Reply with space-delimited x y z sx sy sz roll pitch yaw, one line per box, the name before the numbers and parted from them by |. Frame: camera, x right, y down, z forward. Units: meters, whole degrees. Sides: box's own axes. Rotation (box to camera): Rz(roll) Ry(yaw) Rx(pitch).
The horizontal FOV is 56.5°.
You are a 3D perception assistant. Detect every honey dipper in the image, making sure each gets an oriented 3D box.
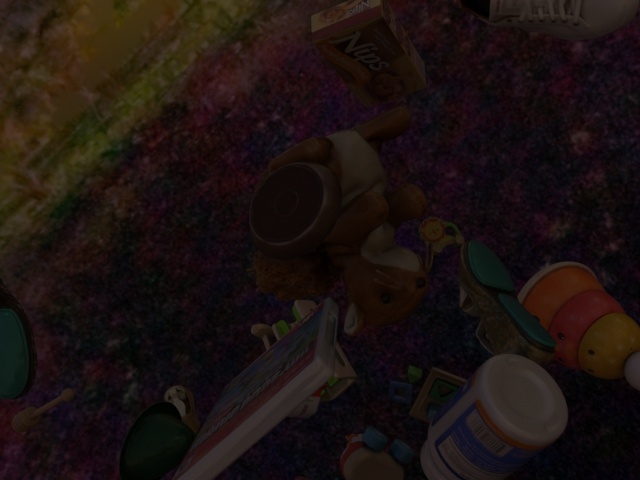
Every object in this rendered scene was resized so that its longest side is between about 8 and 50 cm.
honey dipper | -0.397 0.241 0.859 0.160 0.030 0.030 -33 28 34

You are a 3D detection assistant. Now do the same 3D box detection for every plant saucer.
plant saucer | -0.047 -0.053 0.915 0.168 0.029 0.169 -14 61 26

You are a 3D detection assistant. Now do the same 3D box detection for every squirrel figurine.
squirrel figurine | 0.039 -0.005 1.169 0.397 0.371 0.281 -21 5 44

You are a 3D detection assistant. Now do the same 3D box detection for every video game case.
video game case | -0.062 0.166 0.692 0.204 0.025 0.285 -42 2 6

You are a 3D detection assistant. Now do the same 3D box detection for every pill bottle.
pill bottle | 0.273 0.321 0.998 0.152 0.152 0.272 -74 5 -45

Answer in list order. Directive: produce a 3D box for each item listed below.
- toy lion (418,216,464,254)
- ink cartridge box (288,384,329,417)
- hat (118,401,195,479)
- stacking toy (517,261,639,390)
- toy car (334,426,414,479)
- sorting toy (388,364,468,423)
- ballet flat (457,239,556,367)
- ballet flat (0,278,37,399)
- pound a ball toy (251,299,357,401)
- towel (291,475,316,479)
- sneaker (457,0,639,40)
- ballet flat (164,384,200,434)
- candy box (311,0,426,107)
toy lion | 0.306 -0.018 1.533 0.100 0.096 0.034 -20 -10 -8
ink cartridge box | -0.071 0.308 1.154 0.179 0.145 0.045 122 153 -64
hat | -0.269 0.424 1.198 0.183 0.173 0.209 8 65 28
stacking toy | 0.849 0.296 1.806 0.350 0.350 0.480 -45 28 -1
toy car | 0.128 0.664 1.845 0.219 0.210 0.238 -59 23 1
sorting toy | 0.349 0.442 1.578 0.047 0.347 0.196 -64 -6 -59
ballet flat | 0.337 0.131 1.178 0.123 0.123 0.349 -38 33 14
ballet flat | -0.830 0.155 1.493 0.163 0.483 0.182 -21 16 -5
pound a ball toy | -0.047 0.328 1.766 0.208 0.135 0.319 -48 55 24
towel | 0.062 0.648 1.263 0.328 0.037 0.237 -9 84 43
sneaker | 0.349 -0.376 0.963 0.123 0.106 0.290 -25 34 -34
ballet flat | -0.383 0.442 1.626 0.080 0.073 0.232 -29 29 -18
candy box | 0.130 -0.472 1.508 0.182 0.316 0.088 -13 65 25
